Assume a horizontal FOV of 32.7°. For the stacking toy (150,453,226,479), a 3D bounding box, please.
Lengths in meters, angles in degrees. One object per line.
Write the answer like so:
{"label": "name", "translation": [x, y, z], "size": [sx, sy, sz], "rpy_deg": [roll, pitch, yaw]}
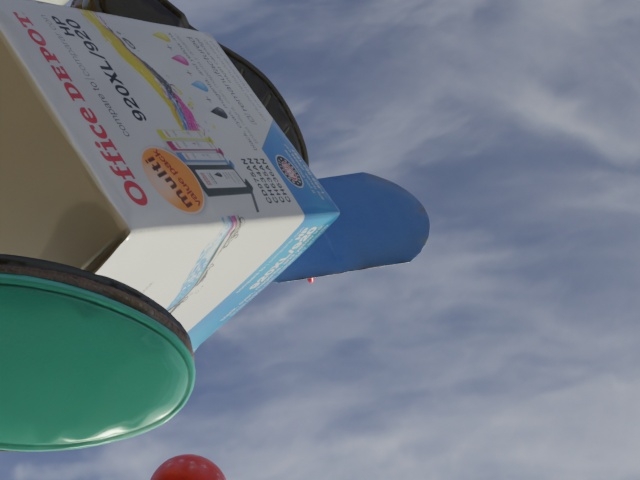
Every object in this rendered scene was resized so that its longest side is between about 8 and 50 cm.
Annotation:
{"label": "stacking toy", "translation": [-0.182, 0.365, 1.111], "size": [0.141, 0.330, 0.141], "rpy_deg": [12, -38, 9]}

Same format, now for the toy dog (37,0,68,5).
{"label": "toy dog", "translation": [-0.239, -0.195, 0.786], "size": [0.220, 0.334, 0.160], "rpy_deg": [-11, -79, 22]}

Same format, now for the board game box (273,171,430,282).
{"label": "board game box", "translation": [0.000, 0.000, 0.842], "size": [0.169, 0.133, 0.033], "rpy_deg": [-9, -55, -13]}

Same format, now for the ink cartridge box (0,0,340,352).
{"label": "ink cartridge box", "translation": [-0.140, -0.026, 0.675], "size": [0.168, 0.233, 0.171], "rpy_deg": [-42, -105, 24]}

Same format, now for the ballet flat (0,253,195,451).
{"label": "ballet flat", "translation": [-0.192, 0.040, 0.478], "size": [0.096, 0.280, 0.095], "rpy_deg": [34, -67, 50]}

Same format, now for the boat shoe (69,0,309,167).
{"label": "boat shoe", "translation": [-0.143, -0.158, 1.182], "size": [0.307, 0.110, 0.104], "rpy_deg": [46, -38, -17]}
